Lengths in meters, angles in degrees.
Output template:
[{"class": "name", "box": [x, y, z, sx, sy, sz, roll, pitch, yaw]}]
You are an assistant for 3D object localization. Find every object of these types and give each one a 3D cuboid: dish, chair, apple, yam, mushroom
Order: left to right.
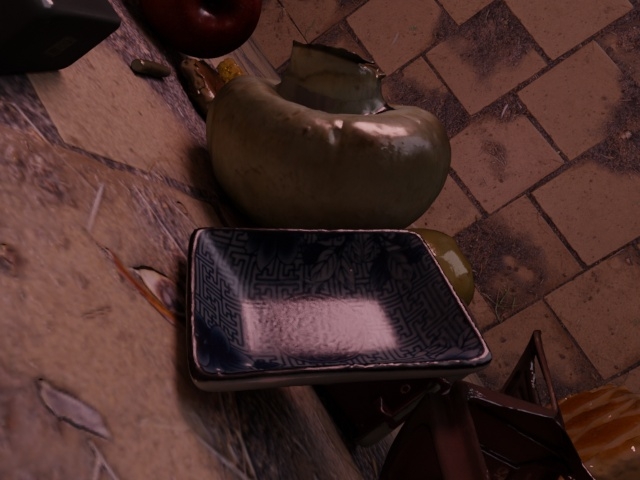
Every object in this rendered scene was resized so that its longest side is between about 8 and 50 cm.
[{"class": "yam", "box": [-0.246, -0.252, 0.725, 0.021, 0.021, 0.116, 54, 12, -10]}, {"class": "apple", "box": [-0.221, -0.450, 0.908, 0.218, 0.218, 0.201, 45, 11, -45]}, {"class": "dish", "box": [0.003, 0.071, 0.453, 0.181, 0.244, 0.080, -108, -157, -50]}, {"class": "mushroom", "box": [0.011, -0.136, 0.709, 0.353, 0.260, 0.352, 11, 18, -4]}, {"class": "apple", "box": [0.215, 0.089, 1.134, 0.262, 0.262, 0.262, 53, 11, -15]}, {"class": "chair", "box": [0.154, 0.201, 0.468, 0.183, 0.175, 0.326, 19, 20, -5]}]

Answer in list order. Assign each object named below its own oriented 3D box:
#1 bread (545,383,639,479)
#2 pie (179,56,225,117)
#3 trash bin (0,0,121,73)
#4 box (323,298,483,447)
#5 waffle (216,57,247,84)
[{"class": "bread", "box": [0.516, 0.474, 0.940, 0.279, 0.390, 0.371, 62, 13, 8]}, {"class": "pie", "box": [-0.190, -0.257, 0.918, 0.195, 0.046, 0.195, 52, 12, -16]}, {"class": "trash bin", "box": [-0.280, -0.250, 0.372, 0.236, 0.101, 0.176, 55, 8, -18]}, {"class": "box", "box": [0.081, 0.109, 0.660, 0.167, 0.193, 0.294, 48, 11, 4]}, {"class": "waffle", "box": [-0.171, -0.340, 1.230, 0.160, 0.055, 0.210, 42, 19, -55]}]
